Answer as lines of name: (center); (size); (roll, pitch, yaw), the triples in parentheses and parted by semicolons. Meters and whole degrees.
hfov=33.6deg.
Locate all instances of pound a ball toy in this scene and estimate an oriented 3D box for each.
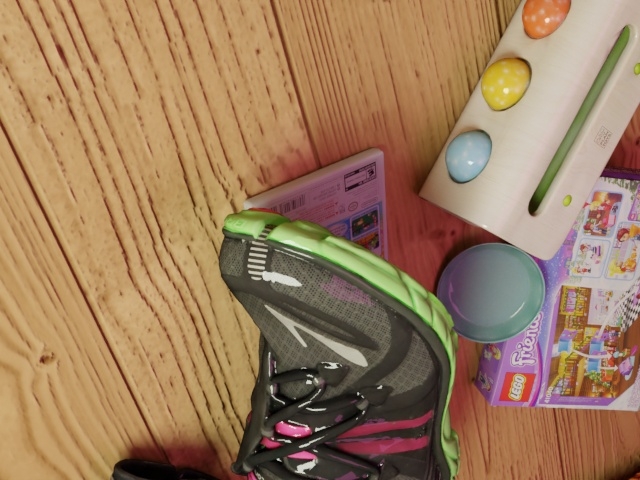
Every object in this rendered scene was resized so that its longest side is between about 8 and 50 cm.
pound a ball toy: (0.244, -0.145, 1.020); (0.136, 0.208, 0.319); (25, 95, -34)

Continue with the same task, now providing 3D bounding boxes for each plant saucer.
plant saucer: (0.187, 0.055, 1.172); (0.119, 0.021, 0.119); (0, 109, 0)

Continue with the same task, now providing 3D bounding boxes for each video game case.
video game case: (0.000, 0.000, 1.019); (0.157, 0.019, 0.143); (-25, 126, -31)

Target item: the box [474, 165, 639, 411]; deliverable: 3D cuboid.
box: (0.310, 0.057, 1.237); (0.201, 0.057, 0.293); (5, 110, -17)

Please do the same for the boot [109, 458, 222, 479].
boot: (-0.212, 0.296, 0.938); (0.338, 0.118, 0.222); (16, 98, -55)

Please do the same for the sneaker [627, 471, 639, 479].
sneaker: (0.501, 0.348, 1.575); (0.321, 0.125, 0.180); (12, 99, -55)

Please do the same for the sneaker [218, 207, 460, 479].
sneaker: (0.016, 0.164, 0.962); (0.202, 0.185, 0.482); (-52, 141, -28)

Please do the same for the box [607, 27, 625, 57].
box: (0.323, -0.257, 1.160); (0.081, 0.028, 0.136); (4, 111, -42)
